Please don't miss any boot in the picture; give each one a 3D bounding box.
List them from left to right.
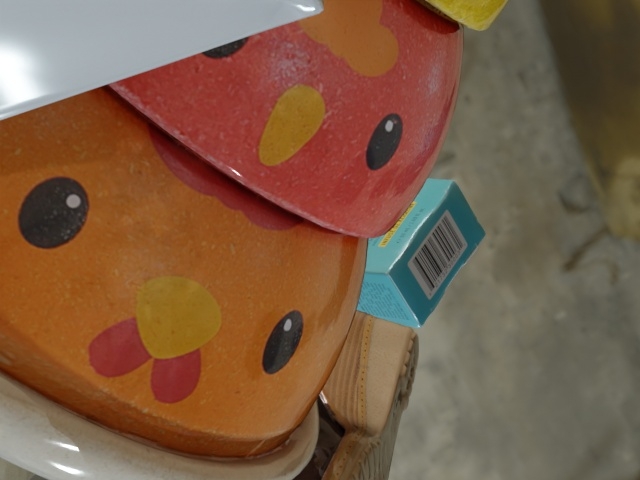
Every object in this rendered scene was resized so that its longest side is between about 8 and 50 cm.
[{"bbox_3d":[-0.063,0.117,0.976,0.207,0.248,0.090,5,124,13],"label":"boot"}]

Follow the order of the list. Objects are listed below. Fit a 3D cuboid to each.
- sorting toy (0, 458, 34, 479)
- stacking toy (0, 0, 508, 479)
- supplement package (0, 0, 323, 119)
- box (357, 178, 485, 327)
[{"bbox_3d":[-0.204,0.111,1.563,0.041,0.229,0.307,42,151,12],"label":"sorting toy"},{"bbox_3d":[-0.023,-0.151,0.753,0.351,0.480,0.350,36,-164,-12],"label":"stacking toy"},{"bbox_3d":[-0.141,-0.173,0.518,0.262,0.204,0.145,55,-155,-49],"label":"supplement package"},{"bbox_3d":[0.000,0.000,1.307,0.244,0.100,0.060,6,139,44],"label":"box"}]
